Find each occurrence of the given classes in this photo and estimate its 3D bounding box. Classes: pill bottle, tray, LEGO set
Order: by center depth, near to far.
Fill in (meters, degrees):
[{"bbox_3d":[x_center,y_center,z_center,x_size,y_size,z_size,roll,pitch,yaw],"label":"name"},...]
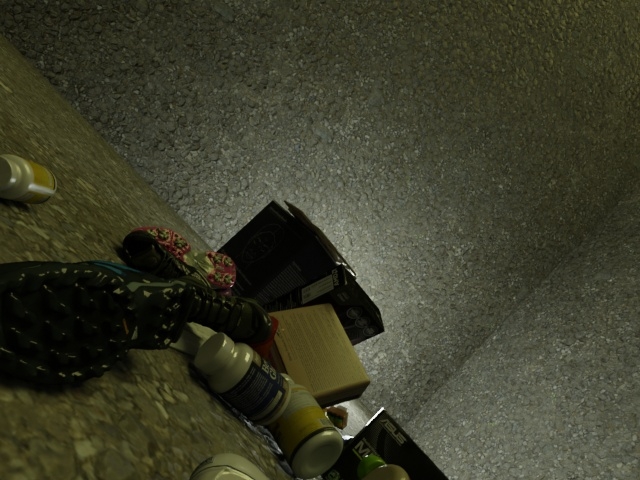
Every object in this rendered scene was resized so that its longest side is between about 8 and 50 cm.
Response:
[{"bbox_3d":[-0.447,-0.091,0.643,0.065,0.065,0.116,47,-7,-5],"label":"pill bottle"},{"bbox_3d":[-0.136,0.239,0.762,0.169,0.094,0.094,50,-7,-26],"label":"pill bottle"},{"bbox_3d":[-0.046,0.338,0.819,0.184,0.103,0.103,39,-11,50],"label":"pill bottle"},{"bbox_3d":[-0.257,0.176,0.865,0.145,0.030,0.270,44,-7,29],"label":"tray"},{"bbox_3d":[-0.063,0.356,1.062,0.287,0.132,0.107,50,5,35],"label":"LEGO set"}]

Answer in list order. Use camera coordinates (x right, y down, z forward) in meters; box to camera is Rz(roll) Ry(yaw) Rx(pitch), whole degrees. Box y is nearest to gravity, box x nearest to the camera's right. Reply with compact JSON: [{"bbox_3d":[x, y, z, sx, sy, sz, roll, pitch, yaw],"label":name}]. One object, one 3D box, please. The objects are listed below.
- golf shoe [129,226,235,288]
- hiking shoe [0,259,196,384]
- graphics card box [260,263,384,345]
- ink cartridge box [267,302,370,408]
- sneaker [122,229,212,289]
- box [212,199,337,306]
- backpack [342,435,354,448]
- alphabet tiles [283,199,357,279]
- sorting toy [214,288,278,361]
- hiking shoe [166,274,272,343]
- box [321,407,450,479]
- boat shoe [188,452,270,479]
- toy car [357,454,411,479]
[{"bbox_3d":[-0.368,0.063,1.127,0.140,0.115,0.306,-20,-37,35],"label":"golf shoe"},{"bbox_3d":[-0.259,0.075,0.464,0.132,0.113,0.304,14,-8,12],"label":"hiking shoe"},{"bbox_3d":[-0.032,0.242,1.249,0.233,0.371,0.094,52,17,-32],"label":"graphics card box"},{"bbox_3d":[-0.023,0.275,1.036,0.235,0.193,0.088,62,-36,37],"label":"ink cartridge box"},{"bbox_3d":[-0.337,0.068,0.952,0.227,0.087,0.130,45,-4,-12],"label":"sneaker"},{"bbox_3d":[-0.197,0.100,1.603,0.293,0.395,0.212,41,-8,42],"label":"box"},{"bbox_3d":[0.075,0.504,0.980,0.120,0.098,0.101,39,-27,-4],"label":"backpack"},{"bbox_3d":[0.000,0.000,1.536,0.342,0.011,0.285,51,-8,-30],"label":"alphabet tiles"},{"bbox_3d":[-0.199,0.218,1.040,0.365,0.127,0.126,18,-65,62],"label":"sorting toy"},{"bbox_3d":[-0.198,0.130,0.779,0.227,0.086,0.114,19,2,17],"label":"hiking shoe"},{"bbox_3d":[0.129,0.474,0.874,0.191,0.184,0.045,46,-6,16],"label":"box"},{"bbox_3d":[-0.024,0.311,0.408,0.258,0.095,0.084,37,-1,-8],"label":"boat shoe"},{"bbox_3d":[0.114,0.470,0.684,0.188,0.149,0.155,58,-18,-4],"label":"toy car"}]
